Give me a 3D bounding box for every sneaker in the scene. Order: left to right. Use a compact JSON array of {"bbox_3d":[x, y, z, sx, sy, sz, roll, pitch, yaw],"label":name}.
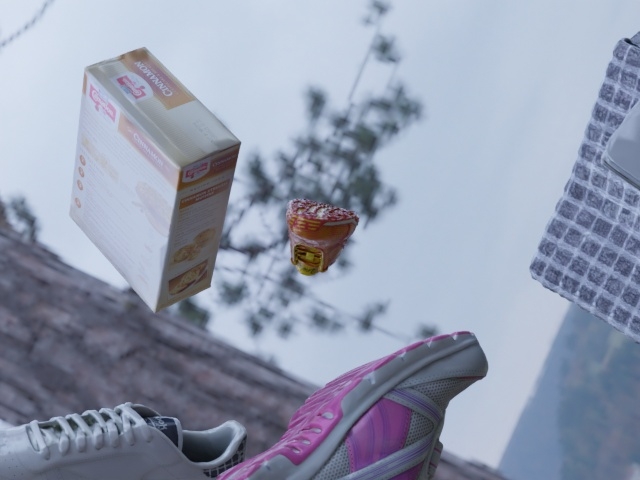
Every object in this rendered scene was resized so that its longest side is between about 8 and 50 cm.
[{"bbox_3d":[-0.168,0.160,1.043,0.095,0.235,0.090,-65,33,23],"label":"sneaker"},{"bbox_3d":[0.000,0.000,1.262,0.175,0.064,0.067,28,-103,-82],"label":"sneaker"},{"bbox_3d":[0.024,0.153,0.907,0.252,0.111,0.103,-37,2,-27],"label":"sneaker"}]

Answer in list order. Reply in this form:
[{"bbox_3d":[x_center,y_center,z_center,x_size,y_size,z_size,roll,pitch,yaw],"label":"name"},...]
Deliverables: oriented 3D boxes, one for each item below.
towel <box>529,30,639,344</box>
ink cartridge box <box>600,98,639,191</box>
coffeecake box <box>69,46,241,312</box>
[{"bbox_3d":[0.315,-0.015,1.119,0.121,0.283,0.235,-16,-53,-44],"label":"towel"},{"bbox_3d":[0.261,-0.081,0.931,0.127,0.072,0.175,-56,-16,14],"label":"ink cartridge box"},{"bbox_3d":[-0.151,-0.052,1.257,0.068,0.142,0.185,-26,-32,-34],"label":"coffeecake box"}]
